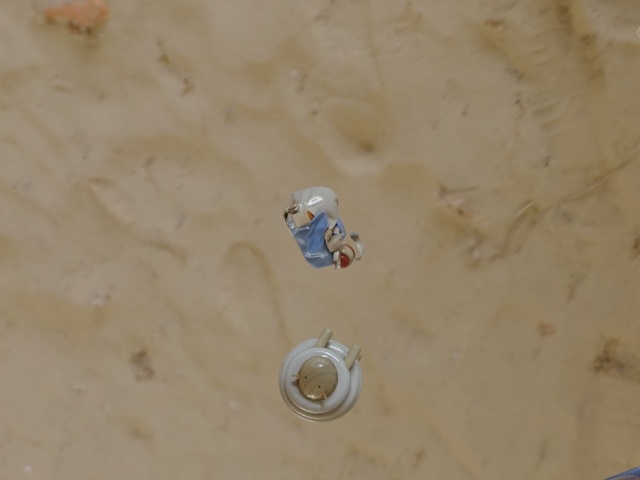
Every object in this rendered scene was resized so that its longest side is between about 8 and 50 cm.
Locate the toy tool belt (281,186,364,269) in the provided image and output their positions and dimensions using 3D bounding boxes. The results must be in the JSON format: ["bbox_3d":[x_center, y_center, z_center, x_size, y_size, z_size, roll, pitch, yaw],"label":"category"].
[{"bbox_3d":[0.000,0.000,1.220,0.052,0.051,0.083,-17,120,25],"label":"toy tool belt"}]

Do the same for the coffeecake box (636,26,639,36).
[{"bbox_3d":[0.281,-0.148,0.809,0.068,0.142,0.185,36,176,-23],"label":"coffeecake box"}]

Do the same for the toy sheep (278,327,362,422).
[{"bbox_3d":[0.001,0.136,1.456,0.091,0.132,0.091,-1,76,5],"label":"toy sheep"}]

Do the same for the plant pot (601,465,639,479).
[{"bbox_3d":[0.204,0.316,1.172,0.236,0.212,0.236,-27,82,20],"label":"plant pot"}]
